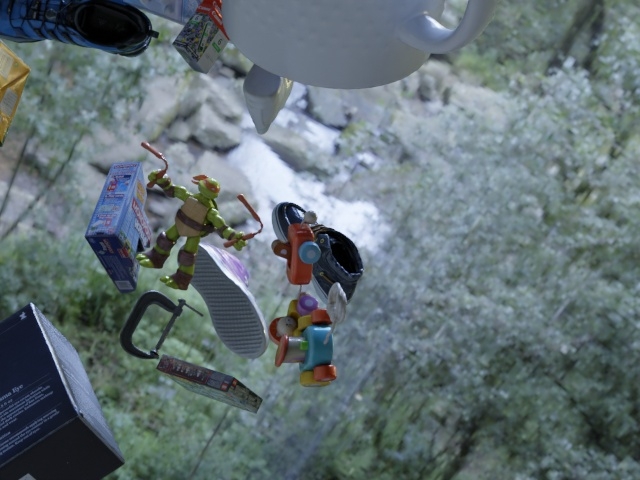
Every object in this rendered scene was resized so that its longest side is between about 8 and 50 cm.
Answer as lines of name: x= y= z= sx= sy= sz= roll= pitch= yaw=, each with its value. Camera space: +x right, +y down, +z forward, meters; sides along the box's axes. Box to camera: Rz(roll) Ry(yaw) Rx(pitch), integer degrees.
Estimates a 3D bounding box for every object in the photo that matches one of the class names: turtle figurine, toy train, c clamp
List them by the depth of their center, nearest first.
toy train: x=-0.020 y=0.052 z=0.876 sx=0.046 sy=0.125 sz=0.166 roll=1 pitch=22 yaw=-11
turtle figurine: x=-0.238 y=-0.037 z=1.812 sx=0.269 sy=0.217 sz=0.087 roll=35 pitch=16 yaw=10
c clamp: x=-0.325 y=0.174 z=2.077 sx=0.137 sy=0.022 sz=0.160 roll=42 pitch=66 yaw=-23

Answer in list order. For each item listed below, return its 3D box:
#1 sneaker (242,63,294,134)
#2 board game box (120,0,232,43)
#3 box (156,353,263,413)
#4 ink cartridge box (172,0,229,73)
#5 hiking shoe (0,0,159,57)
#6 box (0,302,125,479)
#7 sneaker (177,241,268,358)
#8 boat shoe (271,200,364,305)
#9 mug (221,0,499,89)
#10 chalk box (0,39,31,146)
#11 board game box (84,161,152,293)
sneaker: x=-0.068 y=-0.248 z=1.569 sx=0.080 sy=0.094 sz=0.212 roll=12 pitch=48 yaw=12
board game box: x=-0.206 y=-0.486 z=1.647 sx=0.390 sy=0.390 sz=0.050 roll=22 pitch=49 yaw=7
box: x=-0.164 y=0.212 z=1.524 sx=0.137 sy=0.027 sz=0.094 roll=13 pitch=-21 yaw=31
ink cartridge box: x=-0.156 y=-0.302 z=1.468 sx=0.029 sy=0.115 sz=0.063 roll=22 pitch=-17 yaw=36
hiking shoe: x=-0.414 y=-0.369 z=1.650 sx=0.304 sy=0.113 sz=0.132 roll=5 pitch=3 yaw=-16
box: x=-0.574 y=0.342 z=1.834 sx=0.312 sy=0.343 sz=0.179 roll=52 pitch=-7 yaw=43
sneaker: x=-0.165 y=0.119 z=2.116 sx=0.282 sy=0.102 sz=0.161 roll=58 pitch=17 yaw=20
boat shoe: x=0.000 y=0.000 z=1.439 sx=0.065 sy=0.083 sz=0.183 roll=-20 pitch=64 yaw=-33
mug: x=0.060 y=-0.360 z=1.174 sx=0.276 sy=0.328 sz=0.374 roll=-27 pitch=55 yaw=-31
chalk box: x=-0.738 y=-0.298 z=1.955 sx=0.289 sy=0.180 sz=0.179 roll=3 pitch=67 yaw=24
board game box: x=-0.350 y=-0.035 z=1.864 sx=0.060 sy=0.194 sz=0.194 roll=-1 pitch=57 yaw=9
